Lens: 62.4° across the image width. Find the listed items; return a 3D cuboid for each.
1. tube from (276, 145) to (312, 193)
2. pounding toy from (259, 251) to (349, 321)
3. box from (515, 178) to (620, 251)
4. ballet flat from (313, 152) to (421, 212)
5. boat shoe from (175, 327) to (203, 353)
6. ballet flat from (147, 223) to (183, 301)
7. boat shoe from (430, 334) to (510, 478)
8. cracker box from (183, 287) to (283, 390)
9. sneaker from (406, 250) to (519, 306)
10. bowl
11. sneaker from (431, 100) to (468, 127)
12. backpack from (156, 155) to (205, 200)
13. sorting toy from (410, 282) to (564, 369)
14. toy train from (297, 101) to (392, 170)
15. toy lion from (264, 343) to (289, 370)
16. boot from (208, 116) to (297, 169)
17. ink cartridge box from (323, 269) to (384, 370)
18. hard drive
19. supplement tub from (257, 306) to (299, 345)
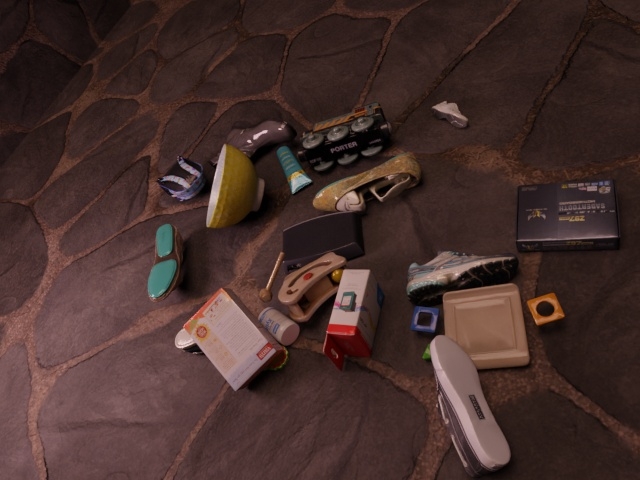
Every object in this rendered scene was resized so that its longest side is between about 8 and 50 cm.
[{"bbox_3d":[-0.099,-0.250,1.862,0.080,0.052,0.207,-34,52,8],"label":"tube"},{"bbox_3d":[-0.050,0.111,1.446,0.270,0.154,0.154,-29,23,4],"label":"pounding toy"},{"bbox_3d":[0.616,-0.062,1.328,0.233,0.059,0.183,-2,55,27],"label":"box"},{"bbox_3d":[0.145,-0.152,1.614,0.349,0.123,0.123,-24,47,7],"label":"ballet flat"},{"bbox_3d":[-0.294,0.273,1.524,0.255,0.079,0.095,-22,50,13],"label":"boat shoe"},{"bbox_3d":[-0.498,0.086,1.758,0.108,0.106,0.315,-12,51,10],"label":"ballet flat"},{"bbox_3d":[0.296,0.352,1.140,0.102,0.108,0.301,-54,43,37],"label":"boat shoe"},{"bbox_3d":[-0.235,0.263,1.421,0.156,0.067,0.232,-45,74,5],"label":"cracker box"},{"bbox_3d":[0.349,0.066,1.335,0.283,0.110,0.122,-16,46,15],"label":"sneaker"},{"bbox_3d":[-0.279,-0.168,1.790,0.156,0.289,0.289,12,49,-17],"label":"bowl"},{"bbox_3d":[0.428,-0.415,1.709,0.061,0.053,0.152,-38,46,-8],"label":"sneaker"},{"bbox_3d":[-0.503,-0.223,1.997,0.173,0.116,0.158,23,67,39],"label":"backpack"},{"bbox_3d":[0.388,0.208,1.244,0.348,0.047,0.195,-11,57,23],"label":"sorting toy"},{"bbox_3d":[0.081,-0.354,1.795,0.334,0.142,0.190,-15,37,19],"label":"toy train"},{"bbox_3d":[-0.138,0.319,1.442,0.100,0.034,0.096,-39,54,-5],"label":"toy lion"},{"bbox_3d":[-0.252,-0.337,1.977,0.338,0.118,0.222,4,59,43],"label":"boot"},{"bbox_3d":[0.087,0.204,1.342,0.078,0.134,0.230,0,56,27],"label":"ink cartridge box"},{"bbox_3d":[0.000,0.000,1.602,0.255,0.054,0.171,-15,49,16],"label":"hard drive"},{"bbox_3d":[-0.118,0.237,1.466,0.107,0.071,0.071,27,70,40],"label":"supplement tub"}]
